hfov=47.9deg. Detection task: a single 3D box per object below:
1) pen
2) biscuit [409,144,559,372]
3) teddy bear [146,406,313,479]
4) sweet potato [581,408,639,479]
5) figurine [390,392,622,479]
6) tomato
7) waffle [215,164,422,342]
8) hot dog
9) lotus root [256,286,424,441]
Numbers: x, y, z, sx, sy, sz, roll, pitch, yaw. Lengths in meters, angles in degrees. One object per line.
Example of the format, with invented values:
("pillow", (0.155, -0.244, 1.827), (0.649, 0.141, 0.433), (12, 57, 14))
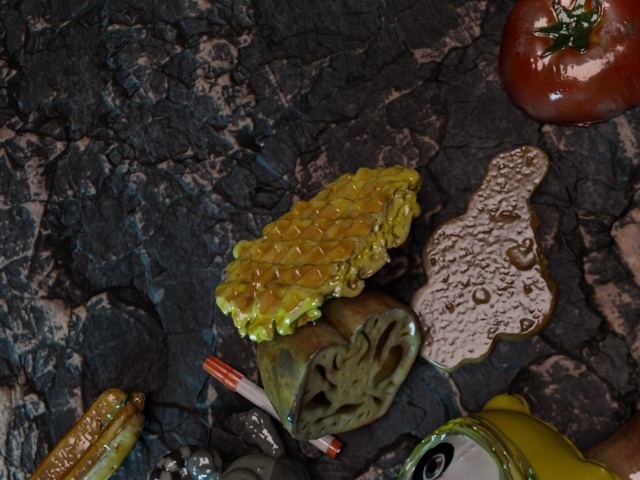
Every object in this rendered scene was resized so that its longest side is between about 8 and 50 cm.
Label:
("pen", (-0.069, 0.231, 1.010), (0.239, 0.028, 0.028), (29, 88, 21))
("biscuit", (0.227, 0.024, 0.953), (0.184, 0.047, 0.319), (12, 81, 18))
("teddy bear", (-0.117, 0.316, 0.946), (0.251, 0.144, 0.171), (-22, 65, 10))
("sweet potato", (0.442, 0.195, 0.798), (0.337, 0.131, 0.131), (-42, 69, 6))
("figurine", (0.177, 0.347, 0.801), (0.340, 0.231, 0.323), (-57, 33, 8))
("tomato", (0.342, -0.266, 0.964), (0.225, 0.085, 0.224), (-4, 79, 19))
("waffle", (0.002, 0.003, 0.932), (0.312, 0.307, 0.060), (-33, 114, 2))
("hot dog", (-0.339, 0.320, 1.057), (0.250, 0.076, 0.104), (-49, 49, -2))
("lotus root", (0.005, 0.128, 0.924), (0.180, 0.188, 0.199), (44, 116, 42))
